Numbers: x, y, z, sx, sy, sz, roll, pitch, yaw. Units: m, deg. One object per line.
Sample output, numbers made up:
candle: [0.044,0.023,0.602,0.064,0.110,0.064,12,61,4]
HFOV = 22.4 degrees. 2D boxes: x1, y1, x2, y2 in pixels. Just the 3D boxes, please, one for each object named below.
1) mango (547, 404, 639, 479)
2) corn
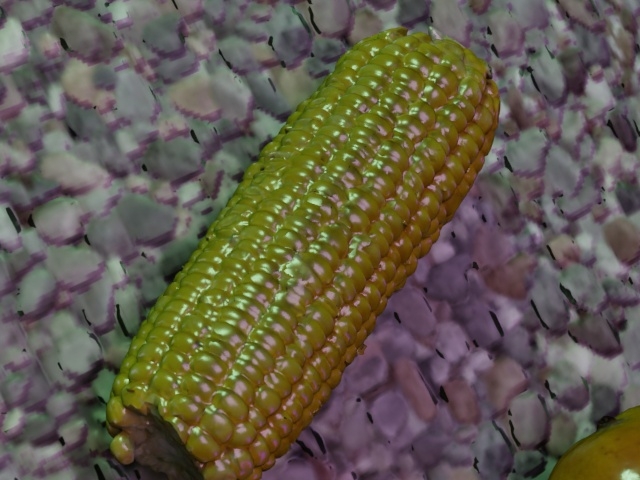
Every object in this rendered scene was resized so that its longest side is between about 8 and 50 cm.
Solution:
mango: [0.166,0.129,0.690,0.165,0.089,0.115,16,70,-31]
corn: [0.000,0.000,0.630,0.080,0.080,0.238,44,56,-14]
